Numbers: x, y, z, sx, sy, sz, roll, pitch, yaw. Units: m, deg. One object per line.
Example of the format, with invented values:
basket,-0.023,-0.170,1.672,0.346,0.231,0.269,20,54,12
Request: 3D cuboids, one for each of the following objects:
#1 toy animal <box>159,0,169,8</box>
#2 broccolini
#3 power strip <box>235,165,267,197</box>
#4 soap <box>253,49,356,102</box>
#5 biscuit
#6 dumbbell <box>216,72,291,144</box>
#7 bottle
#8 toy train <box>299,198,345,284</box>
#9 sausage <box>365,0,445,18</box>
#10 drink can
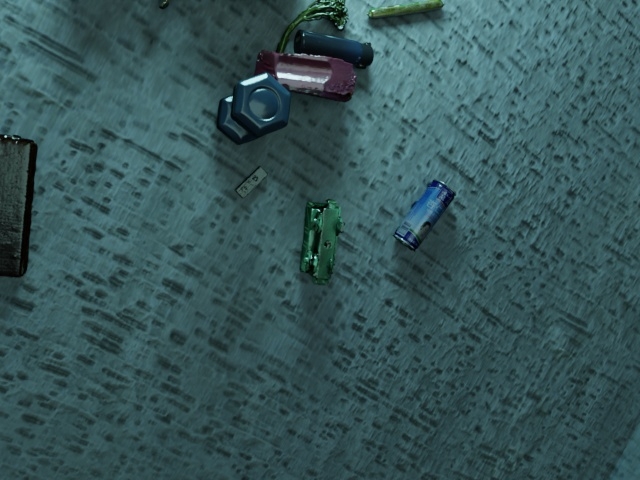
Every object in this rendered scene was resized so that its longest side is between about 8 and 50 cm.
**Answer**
toy animal,-0.409,-0.782,1.367,0.157,0.097,0.312,-22,103,-10
broccolini,-0.021,-0.625,1.533,0.271,0.062,0.123,-44,103,4
power strip,-0.210,-0.178,1.575,0.111,0.029,0.038,-45,108,-2
soap,-0.046,-0.471,1.484,0.289,0.182,0.112,5,100,-11
biscuit,-0.848,-0.092,1.400,0.107,0.073,0.388,7,98,-18
dumbbell,-0.190,-0.347,1.396,0.143,0.316,0.156,7,93,-20
bottle,0.043,-0.563,1.529,0.244,0.072,0.082,-1,100,-25
toy train,0.000,0.000,1.603,0.115,0.154,0.269,3,101,-17
sausage,0.265,-0.715,1.594,0.269,0.033,0.033,-13,104,-12
drink can,0.343,-0.083,1.711,0.097,0.097,0.235,36,89,-19
